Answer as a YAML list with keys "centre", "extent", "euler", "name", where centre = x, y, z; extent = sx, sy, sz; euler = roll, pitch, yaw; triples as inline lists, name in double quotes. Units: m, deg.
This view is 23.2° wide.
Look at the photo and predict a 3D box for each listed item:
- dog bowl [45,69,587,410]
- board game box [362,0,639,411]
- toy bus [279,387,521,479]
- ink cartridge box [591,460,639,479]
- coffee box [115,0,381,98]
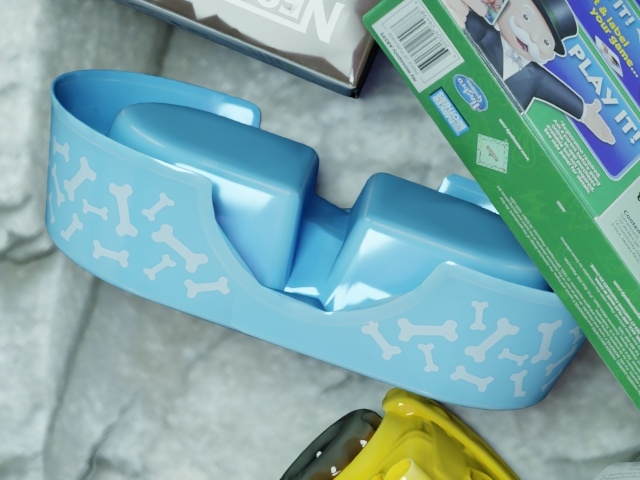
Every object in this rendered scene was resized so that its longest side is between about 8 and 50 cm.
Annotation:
- centre: [0.000, 0.000, 0.778]
  extent: [0.297, 0.166, 0.074]
  euler: [19, 107, 0]
  name: "dog bowl"
- centre: [0.181, -0.025, 0.752]
  extent: [0.046, 0.213, 0.317]
  euler: [-32, 94, 45]
  name: "board game box"
- centre: [0.014, 0.203, 0.768]
  extent: [0.220, 0.211, 0.149]
  euler: [-44, 94, 7]
  name: "toy bus"
- centre: [0.195, 0.252, 0.771]
  extent: [0.066, 0.261, 0.296]
  euler: [-7, 95, 32]
  name: "ink cartridge box"
- centre: [-0.086, -0.202, 0.776]
  extent: [0.297, 0.119, 0.168]
  euler: [23, 93, 0]
  name: "coffee box"
